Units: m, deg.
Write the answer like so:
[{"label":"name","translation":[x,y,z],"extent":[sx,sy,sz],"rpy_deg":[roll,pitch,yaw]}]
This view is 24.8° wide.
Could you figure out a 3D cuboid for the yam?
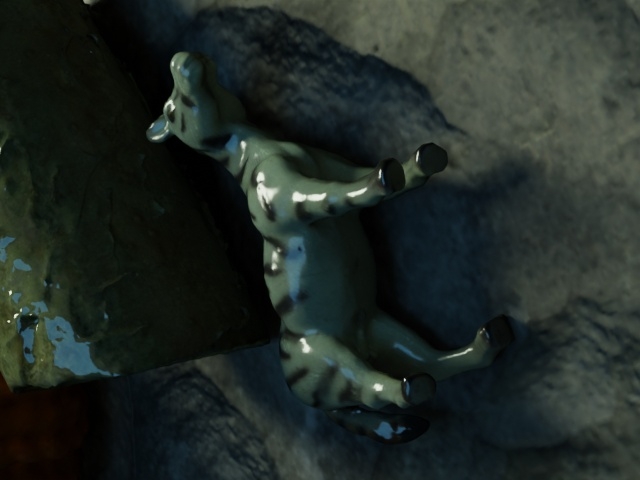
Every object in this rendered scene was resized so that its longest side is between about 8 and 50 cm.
[{"label":"yam","translation":[-0.170,-0.025,0.941],"extent":[0.168,0.168,0.304],"rpy_deg":[-45,70,45]}]

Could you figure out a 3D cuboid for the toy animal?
[{"label":"toy animal","translation":[0.008,-0.010,0.821],"extent":[0.170,0.090,0.255],"rpy_deg":[-38,73,51]}]

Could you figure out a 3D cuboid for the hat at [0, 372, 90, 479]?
[{"label":"hat","translation":[-0.389,0.149,1.061],"extent":[0.285,0.400,0.285],"rpy_deg":[24,123,43]}]
